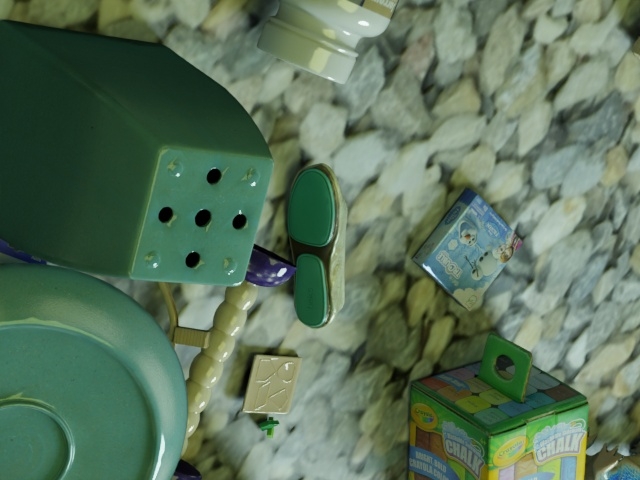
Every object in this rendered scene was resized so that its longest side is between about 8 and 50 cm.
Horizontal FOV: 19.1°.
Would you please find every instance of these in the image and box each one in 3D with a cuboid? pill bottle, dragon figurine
[{"bbox_3d":[0.020,-0.234,1.614,0.112,0.112,0.186,17,99,-39],"label":"pill bottle"},{"bbox_3d":[0.287,0.300,2.051,0.289,0.085,0.144,-48,129,-11],"label":"dragon figurine"}]

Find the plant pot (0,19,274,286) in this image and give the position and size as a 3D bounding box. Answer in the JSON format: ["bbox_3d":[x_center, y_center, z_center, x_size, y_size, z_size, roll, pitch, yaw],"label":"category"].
[{"bbox_3d":[-0.151,-0.055,1.488,0.166,0.234,0.165,5,106,-36],"label":"plant pot"}]

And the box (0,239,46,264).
[{"bbox_3d":[-0.282,0.056,1.578,0.081,0.028,0.136,24,92,-39],"label":"box"}]

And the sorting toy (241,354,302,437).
[{"bbox_3d":[-0.050,0.147,1.791,0.062,0.012,0.083,5,103,-42],"label":"sorting toy"}]

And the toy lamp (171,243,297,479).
[{"bbox_3d":[-0.109,0.132,1.702,0.080,0.080,0.274,24,94,-40],"label":"toy lamp"}]

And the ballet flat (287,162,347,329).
[{"bbox_3d":[0.000,0.000,1.749,0.052,0.057,0.168,-36,136,-54],"label":"ballet flat"}]

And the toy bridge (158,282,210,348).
[{"bbox_3d":[-0.115,0.003,1.650,0.063,0.026,0.188,9,90,3],"label":"toy bridge"}]

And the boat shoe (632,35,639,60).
[{"bbox_3d":[0.422,-0.127,1.956,0.098,0.109,0.302,-46,123,-4],"label":"boat shoe"}]

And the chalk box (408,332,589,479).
[{"bbox_3d":[0.176,0.201,1.900,0.132,0.132,0.213,-15,116,-30],"label":"chalk box"}]

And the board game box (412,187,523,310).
[{"bbox_3d":[0.145,0.010,1.867,0.090,0.020,0.090,-52,130,-4],"label":"board game box"}]

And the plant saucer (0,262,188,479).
[{"bbox_3d":[-0.259,0.170,1.580,0.318,0.043,0.317,-8,117,-16],"label":"plant saucer"}]
